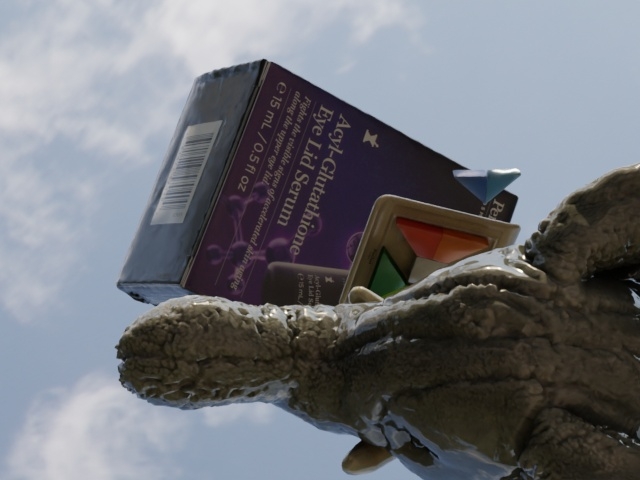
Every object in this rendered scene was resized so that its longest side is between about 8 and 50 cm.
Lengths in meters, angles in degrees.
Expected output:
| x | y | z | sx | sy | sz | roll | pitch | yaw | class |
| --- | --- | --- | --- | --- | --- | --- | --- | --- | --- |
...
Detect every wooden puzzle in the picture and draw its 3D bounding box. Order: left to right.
| x | y | z | sx | sy | sz | roll | pitch | yaw | class |
| --- | --- | --- | --- | --- | --- | --- | --- | --- | --- |
| 0.051 | 0.014 | 0.771 | 0.079 | 0.116 | 0.014 | 5 | -144 | -8 | wooden puzzle |

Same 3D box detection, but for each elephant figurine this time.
| x | y | z | sx | sy | sz | roll | pitch | yaw | class |
| --- | --- | --- | --- | --- | --- | --- | --- | --- | --- |
| 0.089 | 0.053 | 0.565 | 0.186 | 0.169 | 0.239 | -48 | -36 | 14 | elephant figurine |

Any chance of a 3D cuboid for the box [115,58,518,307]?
| x | y | z | sx | sy | sz | roll | pitch | yaw | class |
| --- | --- | --- | --- | --- | --- | --- | --- | --- | --- |
| 0.000 | 0.000 | 1.041 | 0.207 | 0.108 | 0.153 | 25 | -103 | -26 | box |
